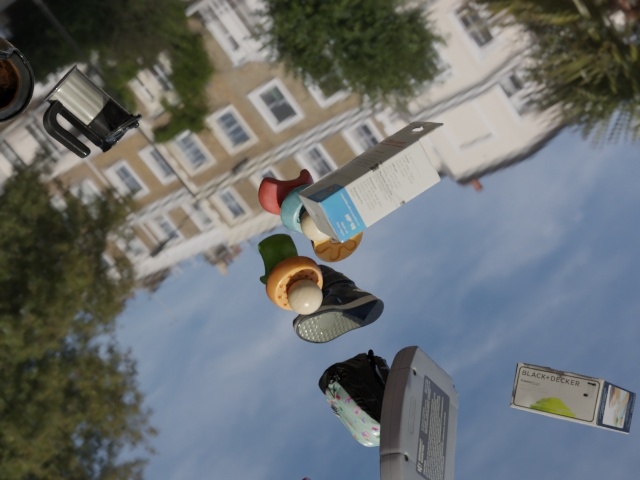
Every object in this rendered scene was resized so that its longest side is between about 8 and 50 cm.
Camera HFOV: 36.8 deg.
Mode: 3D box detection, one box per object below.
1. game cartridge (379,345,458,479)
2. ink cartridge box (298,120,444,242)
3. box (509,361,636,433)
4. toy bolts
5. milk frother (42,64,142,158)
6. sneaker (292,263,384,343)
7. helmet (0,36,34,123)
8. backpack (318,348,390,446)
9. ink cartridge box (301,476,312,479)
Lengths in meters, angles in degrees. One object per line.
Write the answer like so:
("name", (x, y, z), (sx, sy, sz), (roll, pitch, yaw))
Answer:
("game cartridge", (0.186, 0.359, 1.811), (0.062, 0.198, 0.297), (-22, -137, 35))
("ink cartridge box", (0.073, -0.074, 1.172), (0.180, 0.060, 0.104), (-32, -165, -8))
("box", (0.494, 0.308, 1.866), (0.169, 0.290, 0.087), (9, -99, 30))
("toy bolts", (0.000, 0.000, 1.645), (0.218, 0.228, 0.158), (-19, -143, -19))
("milk frother", (-0.375, -0.221, 1.600), (0.143, 0.135, 0.129), (-32, -153, 36))
("sneaker", (-0.003, 0.127, 1.981), (0.226, 0.086, 0.163), (-10, -143, -42))
("helmet", (-0.563, -0.268, 1.578), (0.169, 0.169, 0.161), (-35, 177, 7))
("backpack", (0.097, 0.333, 2.002), (0.152, 0.182, 0.115), (-21, 148, -37))
("ink cartridge box", (-0.060, 0.539, 1.406), (0.176, 0.069, 0.371), (-40, -152, 23))
